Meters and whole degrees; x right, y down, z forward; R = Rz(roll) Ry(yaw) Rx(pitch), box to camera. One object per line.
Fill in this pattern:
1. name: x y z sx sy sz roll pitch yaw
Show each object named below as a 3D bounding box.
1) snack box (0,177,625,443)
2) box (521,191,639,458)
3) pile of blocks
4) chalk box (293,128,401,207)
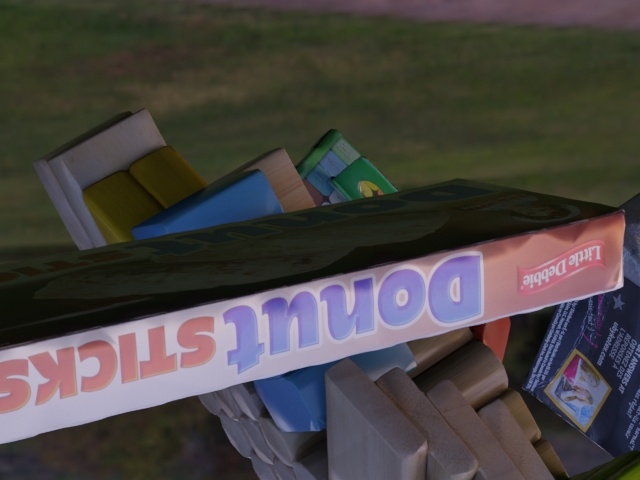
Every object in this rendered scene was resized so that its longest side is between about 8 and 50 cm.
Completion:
1. snack box: -0.017 0.012 0.401 0.178 0.022 0.064 -11 -165 -35
2. box: 0.288 0.039 1.281 0.247 0.142 0.163 -31 148 -43
3. pile of blocks: 0.038 0.048 0.626 0.112 0.362 0.149 -32 151 -21
4. chalk box: 0.000 0.000 1.595 0.213 0.132 0.132 -41 -175 36
